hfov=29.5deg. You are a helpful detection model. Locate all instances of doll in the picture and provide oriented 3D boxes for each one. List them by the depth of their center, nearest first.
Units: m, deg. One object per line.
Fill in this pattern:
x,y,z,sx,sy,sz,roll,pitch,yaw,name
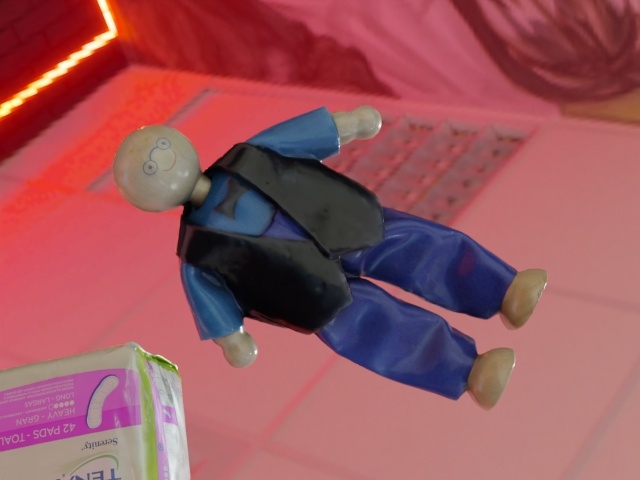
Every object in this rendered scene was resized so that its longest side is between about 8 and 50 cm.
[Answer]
0.000,0.000,0.524,0.046,0.189,0.129,143,-29,-81,doll

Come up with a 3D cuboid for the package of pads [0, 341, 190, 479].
-0.208,0.241,0.946,0.229,0.101,0.296,-12,-112,13,package of pads
